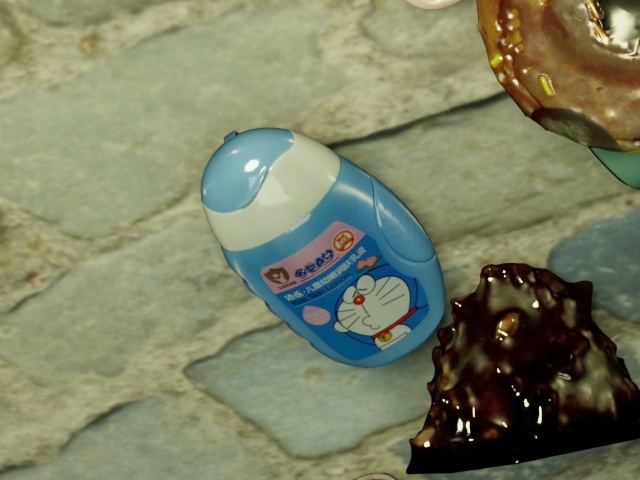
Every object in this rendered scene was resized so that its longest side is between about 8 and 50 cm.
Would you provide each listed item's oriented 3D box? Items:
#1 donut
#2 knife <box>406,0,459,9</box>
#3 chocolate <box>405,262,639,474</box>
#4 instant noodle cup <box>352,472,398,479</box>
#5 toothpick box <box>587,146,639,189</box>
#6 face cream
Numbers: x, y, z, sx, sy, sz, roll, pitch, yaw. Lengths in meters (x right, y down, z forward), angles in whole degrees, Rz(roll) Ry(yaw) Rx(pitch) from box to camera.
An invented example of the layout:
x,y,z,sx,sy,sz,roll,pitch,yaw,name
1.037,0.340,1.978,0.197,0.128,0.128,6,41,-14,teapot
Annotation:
x,y,z,sx,sy,sz,roll,pitch,yaw,name
0.238,-0.178,1.363,0.230,0.096,0.216,2,107,21,donut
0.039,-0.315,1.310,0.081,0.043,0.336,-19,124,7,knife
0.178,0.109,1.633,0.224,0.206,0.177,-7,85,-23,chocolate
0.074,0.303,1.752,0.127,0.127,0.135,-30,120,9,instant noodle cup
0.299,-0.129,1.466,0.184,0.120,0.120,-41,127,21,toothpick box
0.000,0.000,1.507,0.149,0.083,0.264,-37,128,10,face cream
